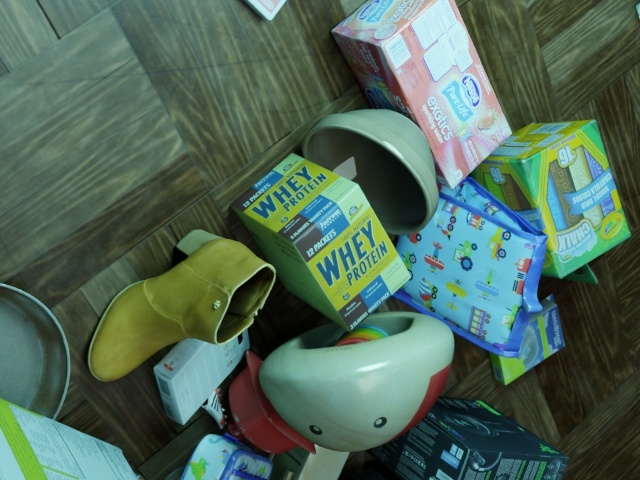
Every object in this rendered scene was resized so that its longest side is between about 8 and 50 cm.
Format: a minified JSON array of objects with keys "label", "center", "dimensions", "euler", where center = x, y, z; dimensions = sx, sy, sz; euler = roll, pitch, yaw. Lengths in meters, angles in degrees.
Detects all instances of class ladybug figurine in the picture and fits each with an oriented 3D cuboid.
[{"label":"ladybug figurine","center":[0.067,0.218,1.816],"dimensions":[0.305,0.449,0.162],"euler":[-9,94,14]}]

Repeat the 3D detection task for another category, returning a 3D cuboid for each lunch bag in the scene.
[{"label":"lunch bag","center":[-0.160,0.408,1.864],"dimensions":[0.176,0.090,0.219],"euler":[-65,161,-12]},{"label":"lunch bag","center":[0.262,0.046,1.930],"dimensions":[0.138,0.293,0.221],"euler":[-3,116,-33]}]

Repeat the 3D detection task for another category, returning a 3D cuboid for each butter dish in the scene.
[{"label":"butter dish","center":[-0.100,0.288,1.900],"dimensions":[0.118,0.160,0.160],"euler":[-33,134,12]}]

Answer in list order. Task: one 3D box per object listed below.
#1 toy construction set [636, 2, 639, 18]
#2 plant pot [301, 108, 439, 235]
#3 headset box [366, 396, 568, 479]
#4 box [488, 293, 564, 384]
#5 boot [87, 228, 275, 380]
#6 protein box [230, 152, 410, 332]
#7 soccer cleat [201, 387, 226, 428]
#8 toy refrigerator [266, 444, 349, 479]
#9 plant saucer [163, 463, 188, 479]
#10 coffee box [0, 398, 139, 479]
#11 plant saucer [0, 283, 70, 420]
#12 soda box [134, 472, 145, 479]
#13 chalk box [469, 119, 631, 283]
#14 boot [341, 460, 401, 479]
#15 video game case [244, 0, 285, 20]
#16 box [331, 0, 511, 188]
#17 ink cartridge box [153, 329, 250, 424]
[{"label":"toy construction set","center":[0.577,-0.513,2.029],"dimensions":[0.327,0.151,0.215],"euler":[25,68,-46]},{"label":"plant pot","center":[0.097,-0.127,1.810],"dimensions":[0.110,0.237,0.237],"euler":[-52,130,-27]},{"label":"headset box","center":[0.276,0.395,2.120],"dimensions":[0.283,0.246,0.131],"euler":[13,101,-37]},{"label":"box","center":[0.410,0.194,2.265],"dimensions":[0.178,0.042,0.109],"euler":[-30,123,-21]},{"label":"boot","center":[-0.208,0.118,1.698],"dimensions":[0.295,0.211,0.104],"euler":[-51,127,-7]},{"label":"protein box","center":[0.000,0.000,1.802],"dimensions":[0.136,0.200,0.201],"euler":[-42,126,-14]},{"label":"soccer cleat","center":[-0.178,0.276,1.900],"dimensions":[0.035,0.029,0.083],"euler":[-17,114,-19]},{"label":"toy refrigerator","center":[-0.038,0.400,1.999],"dimensions":[0.094,0.102,0.270],"euler":[21,96,-38]},{"label":"plant saucer","center":[-0.242,0.442,1.872],"dimensions":[0.198,0.036,0.199],"euler":[-51,154,-37]},{"label":"coffee box","center":[-0.420,0.463,1.561],"dimensions":[0.338,0.338,0.334],"euler":[-50,135,4]},{"label":"plant saucer","center":[-0.508,0.197,1.625],"dimensions":[0.310,0.050,0.311],"euler":[-13,115,-30]},{"label":"soda box","center":[-0.342,0.455,1.834],"dimensions":[0.058,0.061,0.181],"euler":[32,89,-38]},{"label":"chalk box","center":[0.409,-0.047,2.040],"dimensions":[0.179,0.180,0.289],"euler":[-27,106,-24]},{"label":"boot","center":[0.075,0.530,2.090],"dimensions":[0.246,0.094,0.207],"euler":[-14,119,-65]},{"label":"video game case","center":[-0.059,-0.494,1.676],"dimensions":[0.204,0.025,0.285],"euler":[39,84,-38]},{"label":"box","center":[0.167,-0.253,1.853],"dimensions":[0.154,0.142,0.300],"euler":[-42,127,-14]},{"label":"ink cartridge box","center":[-0.185,0.186,1.825],"dimensions":[0.179,0.045,0.145],"euler":[-51,156,-30]}]
